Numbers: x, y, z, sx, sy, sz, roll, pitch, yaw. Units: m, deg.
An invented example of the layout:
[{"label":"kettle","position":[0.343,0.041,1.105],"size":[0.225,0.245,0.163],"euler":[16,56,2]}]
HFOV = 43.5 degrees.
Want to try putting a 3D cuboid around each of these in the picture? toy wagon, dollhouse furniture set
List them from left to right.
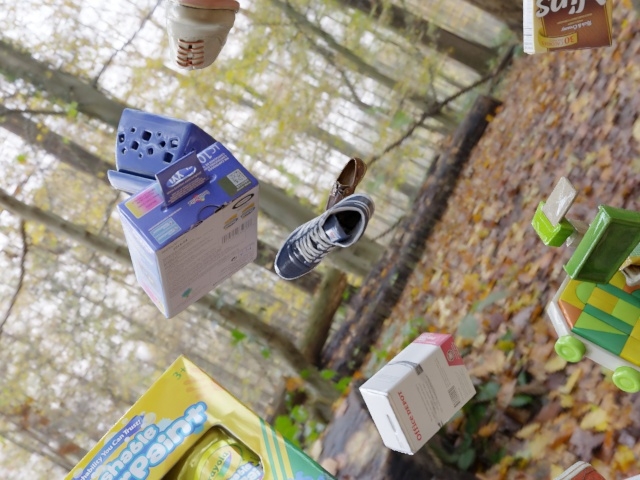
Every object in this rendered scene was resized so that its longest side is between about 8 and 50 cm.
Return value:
[{"label":"dollhouse furniture set","position":[0.608,-0.020,1.590],"size":[0.197,0.302,0.151],"euler":[-109,34,-50]},{"label":"toy wagon","position":[0.633,0.175,1.584],"size":[0.267,0.345,0.068],"euler":[-48,-23,-34]}]

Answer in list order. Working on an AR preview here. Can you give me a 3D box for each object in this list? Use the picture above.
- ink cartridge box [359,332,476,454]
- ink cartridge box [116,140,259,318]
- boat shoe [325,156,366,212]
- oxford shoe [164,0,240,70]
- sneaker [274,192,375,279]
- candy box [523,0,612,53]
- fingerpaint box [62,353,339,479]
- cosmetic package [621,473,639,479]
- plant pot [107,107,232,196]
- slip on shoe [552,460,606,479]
[{"label":"ink cartridge box","position":[0.207,0.318,1.689],"size":[0.218,0.158,0.092],"euler":[-35,19,-33]},{"label":"ink cartridge box","position":[-0.277,-0.031,1.742],"size":[0.270,0.151,0.395],"euler":[-36,-19,-22]},{"label":"boat shoe","position":[0.053,-0.123,1.954],"size":[0.177,0.064,0.060],"euler":[-66,-20,-2]},{"label":"oxford shoe","position":[-0.237,-0.407,1.582],"size":[0.397,0.141,0.146],"euler":[-104,26,-82]},{"label":"sneaker","position":[0.000,0.000,1.812],"size":[0.282,0.099,0.153],"euler":[-39,6,12]},{"label":"candy box","position":[0.330,-0.349,1.074],"size":[0.053,0.109,0.186],"euler":[-95,-1,-74]},{"label":"fingerpaint box","position":[-0.172,0.406,0.896],"size":[0.445,0.371,0.163],"euler":[-46,-42,-17]},{"label":"cosmetic package","position":[0.360,0.366,0.886],"size":[0.184,0.151,0.151],"euler":[-30,-15,-29]},{"label":"plant pot","position":[-0.405,-0.195,2.123],"size":[0.236,0.236,0.212],"euler":[37,-111,-63]},{"label":"slip on shoe","position":[0.468,0.532,1.541],"size":[0.331,0.101,0.123],"euler":[-16,-55,-45]}]
